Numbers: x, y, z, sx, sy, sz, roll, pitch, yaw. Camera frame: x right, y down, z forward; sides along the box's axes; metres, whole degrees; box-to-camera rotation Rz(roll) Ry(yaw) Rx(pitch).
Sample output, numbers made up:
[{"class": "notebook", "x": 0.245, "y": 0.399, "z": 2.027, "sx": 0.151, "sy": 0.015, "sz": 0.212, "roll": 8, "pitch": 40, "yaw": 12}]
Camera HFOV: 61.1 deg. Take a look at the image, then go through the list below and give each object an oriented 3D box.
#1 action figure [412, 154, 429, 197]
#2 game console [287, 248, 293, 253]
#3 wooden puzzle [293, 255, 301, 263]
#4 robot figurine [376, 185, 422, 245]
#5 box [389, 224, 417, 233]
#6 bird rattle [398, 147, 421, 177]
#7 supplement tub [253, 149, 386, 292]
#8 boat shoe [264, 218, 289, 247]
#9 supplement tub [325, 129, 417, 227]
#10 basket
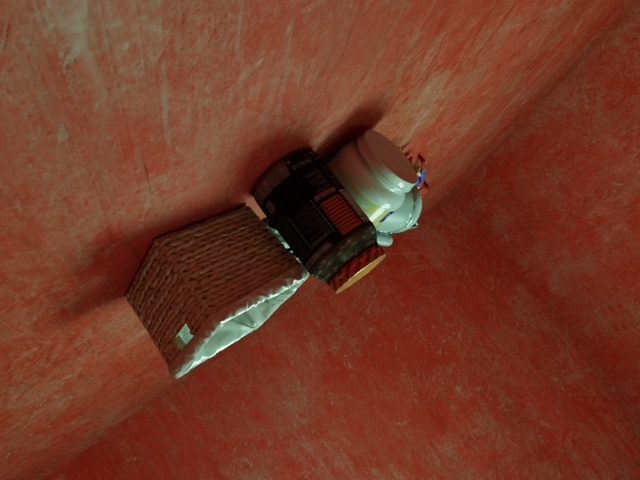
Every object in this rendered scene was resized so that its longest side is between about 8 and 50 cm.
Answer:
[{"class": "action figure", "x": 0.420, "y": -0.293, "z": 2.427, "sx": 0.091, "sy": 0.139, "sz": 0.280, "roll": -34, "pitch": 147, "yaw": -4}, {"class": "game console", "x": 0.000, "y": 0.000, "z": 2.028, "sx": 0.361, "sy": 0.044, "sz": 0.213, "roll": -21, "pitch": 157, "yaw": 33}, {"class": "wooden puzzle", "x": -0.105, "y": 0.089, "z": 2.287, "sx": 0.220, "sy": 0.044, "sz": 0.239, "roll": -12, "pitch": 165, "yaw": -19}, {"class": "robot figurine", "x": 0.206, "y": -0.133, "z": 1.870, "sx": 0.353, "sy": 0.300, "sz": 0.199, "roll": 6, "pitch": 180, "yaw": -35}, {"class": "box", "x": 0.266, "y": -0.118, "z": 2.156, "sx": 0.168, "sy": 0.167, "sz": 0.203, "roll": -13, "pitch": -177, "yaw": -4}, {"class": "bird rattle", "x": 0.277, "y": -0.263, "z": 2.087, "sx": 0.206, "sy": 0.143, "sz": 0.253, "roll": -27, "pitch": -177, "yaw": 6}, {"class": "supplement tub", "x": 0.001, "y": -0.046, "z": 1.384, "sx": 0.207, "sy": 0.338, "sz": 0.207, "roll": -35, "pitch": 169, "yaw": -8}, {"class": "boat shoe", "x": -0.049, "y": -0.050, "z": 1.744, "sx": 0.306, "sy": 0.113, "sz": 0.105, "roll": -3, "pitch": 143, "yaw": -27}, {"class": "supplement tub", "x": 0.093, "y": -0.133, "z": 1.575, "sx": 0.331, "sy": 0.241, "sz": 0.241, "roll": -43, "pitch": 168, "yaw": 29}, {"class": "basket", "x": -0.272, "y": 0.123, "z": 1.409, "sx": 0.331, "sy": 0.266, "sz": 0.328, "roll": -26, "pitch": 164, "yaw": -45}]
